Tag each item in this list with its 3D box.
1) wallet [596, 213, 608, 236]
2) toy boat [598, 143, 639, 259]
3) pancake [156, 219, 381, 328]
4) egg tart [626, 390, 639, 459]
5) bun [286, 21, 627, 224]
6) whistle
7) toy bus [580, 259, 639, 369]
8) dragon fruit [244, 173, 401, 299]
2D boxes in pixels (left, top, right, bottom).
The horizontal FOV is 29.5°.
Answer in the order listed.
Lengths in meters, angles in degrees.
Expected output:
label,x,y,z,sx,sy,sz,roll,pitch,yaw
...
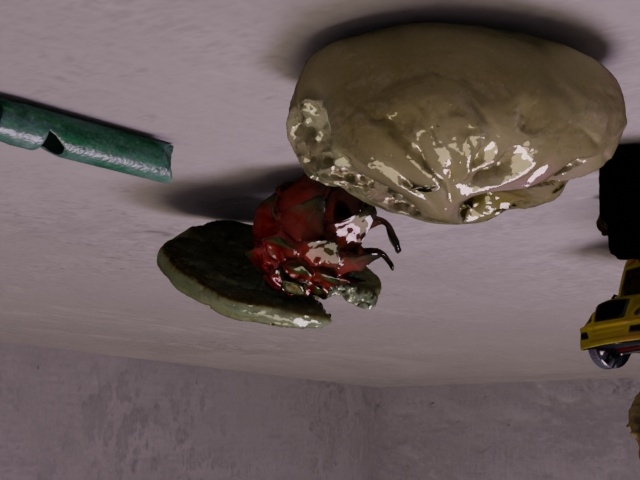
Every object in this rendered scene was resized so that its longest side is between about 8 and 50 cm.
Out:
label,x,y,z,sx,sy,sz,roll,pitch,yaw
wallet,0.454,-0.015,1.267,0.317,0.044,0.169,8,166,-34
toy boat,0.342,-0.031,1.070,0.188,0.061,0.116,0,147,12
pancake,-0.059,0.034,1.303,0.253,0.037,0.253,9,-162,-3
egg tart,0.493,0.213,1.267,0.352,0.150,0.352,17,-153,-9
bun,0.087,-0.071,0.843,0.237,0.116,0.210,-5,167,24
whistle,-0.198,-0.082,1.019,0.039,0.039,0.186,-9,165,41
toy bus,0.484,0.088,1.517,0.331,0.151,0.145,6,168,-26
dragon fruit,-0.004,-0.006,1.192,0.142,0.121,0.130,-25,172,7
